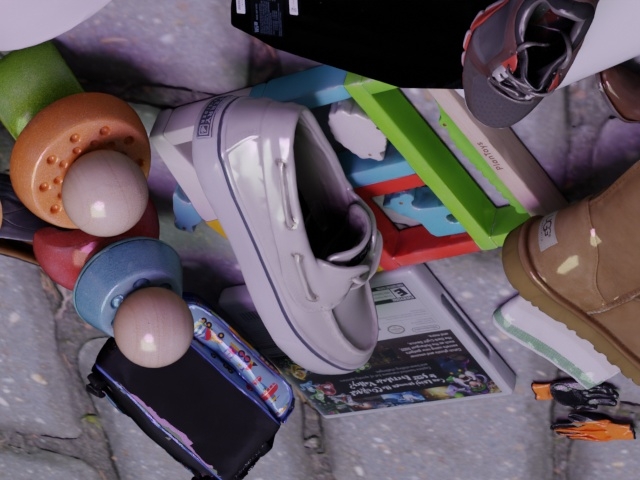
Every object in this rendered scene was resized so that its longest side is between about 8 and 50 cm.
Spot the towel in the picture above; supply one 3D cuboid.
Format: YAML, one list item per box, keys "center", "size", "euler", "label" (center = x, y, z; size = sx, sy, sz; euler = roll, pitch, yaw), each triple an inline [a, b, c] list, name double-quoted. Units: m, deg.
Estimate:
- center: [0.217, 0.060, 1.475]
  size: [0.113, 0.023, 0.152]
  euler: [31, 143, -20]
  label: "towel"

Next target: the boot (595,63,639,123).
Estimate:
- center: [0.248, -0.100, 1.232]
  size: [0.114, 0.037, 0.106]
  euler: [-19, 140, 42]
  label: "boot"

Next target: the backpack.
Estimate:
- center: [-0.107, 0.119, 1.598]
  size: [0.158, 0.117, 0.173]
  euler: [43, 177, -4]
  label: "backpack"

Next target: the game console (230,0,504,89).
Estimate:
- center: [0.051, -0.213, 1.084]
  size: [0.213, 0.044, 0.361]
  euler: [10, 145, 7]
  label: "game console"

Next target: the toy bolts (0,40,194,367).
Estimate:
- center: [-0.190, 0.011, 1.402]
  size: [0.218, 0.158, 0.228]
  euler: [-37, 136, 0]
  label: "toy bolts"

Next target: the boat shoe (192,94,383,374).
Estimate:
- center: [0.000, 0.000, 1.376]
  size: [0.088, 0.096, 0.267]
  euler: [1, 134, 29]
  label: "boat shoe"

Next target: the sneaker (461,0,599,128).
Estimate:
- center: [0.116, -0.106, 1.111]
  size: [0.061, 0.065, 0.158]
  euler: [18, 144, -4]
  label: "sneaker"

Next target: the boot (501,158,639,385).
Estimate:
- center: [0.286, 0.006, 1.281]
  size: [0.236, 0.089, 0.269]
  euler: [26, 142, -28]
  label: "boot"

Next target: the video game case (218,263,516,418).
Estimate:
- center: [0.039, 0.082, 1.584]
  size: [0.190, 0.022, 0.173]
  euler: [-11, 136, 33]
  label: "video game case"

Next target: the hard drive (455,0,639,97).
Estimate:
- center: [0.156, -0.195, 1.137]
  size: [0.319, 0.040, 0.210]
  euler: [-22, 129, 42]
  label: "hard drive"

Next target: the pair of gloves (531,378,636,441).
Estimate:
- center: [0.218, 0.141, 1.596]
  size: [0.074, 0.010, 0.083]
  euler: [-2, 138, 27]
  label: "pair of gloves"

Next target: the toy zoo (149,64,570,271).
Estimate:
- center: [0.009, -0.045, 1.412]
  size: [0.293, 0.030, 0.192]
  euler: [-13, 136, 36]
  label: "toy zoo"

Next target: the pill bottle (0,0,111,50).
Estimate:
- center: [-0.238, -0.283, 1.035]
  size: [0.210, 0.210, 0.363]
  euler: [-9, 137, 33]
  label: "pill bottle"

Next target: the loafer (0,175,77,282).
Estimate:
- center: [-0.203, 0.011, 1.552]
  size: [0.170, 0.061, 0.062]
  euler: [22, 144, -8]
  label: "loafer"
